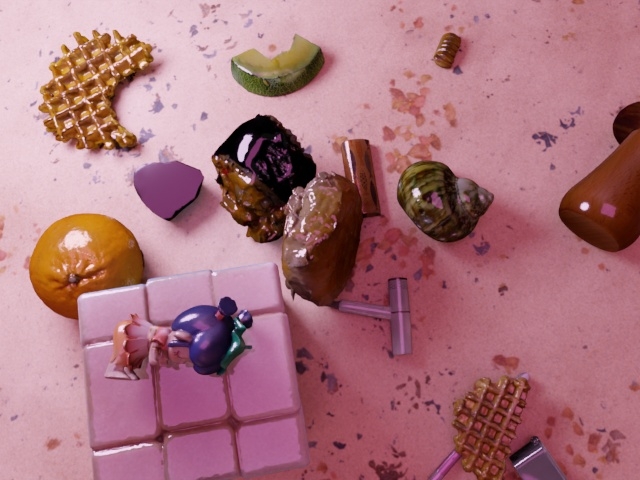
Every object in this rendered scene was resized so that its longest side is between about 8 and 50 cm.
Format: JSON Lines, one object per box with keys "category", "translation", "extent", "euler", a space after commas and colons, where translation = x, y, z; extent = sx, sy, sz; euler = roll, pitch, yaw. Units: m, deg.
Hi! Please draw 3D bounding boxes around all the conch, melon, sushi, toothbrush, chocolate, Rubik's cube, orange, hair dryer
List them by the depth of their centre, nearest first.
{"category": "Rubik's cube", "translation": [-0.201, 0.238, 0.936], "extent": [0.315, 0.322, 0.319], "euler": [-9, 77, -5]}
{"category": "toothbrush", "translation": [0.305, 0.362, 1.037], "extent": [0.020, 0.025, 0.286], "euler": [43, 85, 10]}
{"category": "conch", "translation": [0.249, -0.090, 1.094], "extent": [0.181, 0.124, 0.188], "euler": [4, 69, 3]}
{"category": "orange", "translation": [-0.473, 0.052, 1.094], "extent": [0.219, 0.193, 0.220], "euler": [3, 76, -12]}
{"category": "hair dryer", "translation": [0.091, 0.158, 1.096], "extent": [0.183, 0.044, 0.155], "euler": [-5, 75, 9]}
{"category": "sushi", "translation": [-0.121, -0.122, 1.097], "extent": [0.213, 0.200, 0.204], "euler": [43, 81, -15]}
{"category": "chocolate", "translation": [-0.320, -0.104, 1.170], "extent": [0.148, 0.080, 0.125], "euler": [-5, 88, -3]}
{"category": "melon", "translation": [-0.095, -0.398, 1.228], "extent": [0.209, 0.064, 0.118], "euler": [-24, 71, -3]}

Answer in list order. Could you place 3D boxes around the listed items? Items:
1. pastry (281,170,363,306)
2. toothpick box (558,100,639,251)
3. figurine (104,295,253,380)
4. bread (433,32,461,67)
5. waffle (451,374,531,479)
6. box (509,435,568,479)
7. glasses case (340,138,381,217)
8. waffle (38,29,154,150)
{"category": "pastry", "translation": [0.002, -0.004, 1.040], "extent": [0.120, 0.236, 0.257], "euler": [13, 74, 17]}
{"category": "toothpick box", "translation": [0.611, -0.130, 1.046], "extent": [0.192, 0.192, 0.294], "euler": [39, 90, 12]}
{"category": "figurine", "translation": [-0.192, 0.137, 0.742], "extent": [0.194, 0.111, 0.102], "euler": [-2, 76, -3]}
{"category": "bread", "translation": [0.288, -0.432, 1.215], "extent": [0.049, 0.034, 0.088], "euler": [25, 80, 4]}
{"category": "waffle", "translation": [0.325, 0.352, 1.001], "extent": [0.160, 0.046, 0.192], "euler": [-12, 80, 3]}
{"category": "box", "translation": [0.405, 0.429, 0.983], "extent": [0.069, 0.084, 0.122], "euler": [-34, 75, 4]}
{"category": "glasses case", "translation": [0.086, -0.134, 1.160], "extent": [0.064, 0.041, 0.170], "euler": [-8, 76, 2]}
{"category": "waffle", "translation": [-0.522, -0.346, 1.250], "extent": [0.259, 0.069, 0.293], "euler": [11, 81, 10]}
